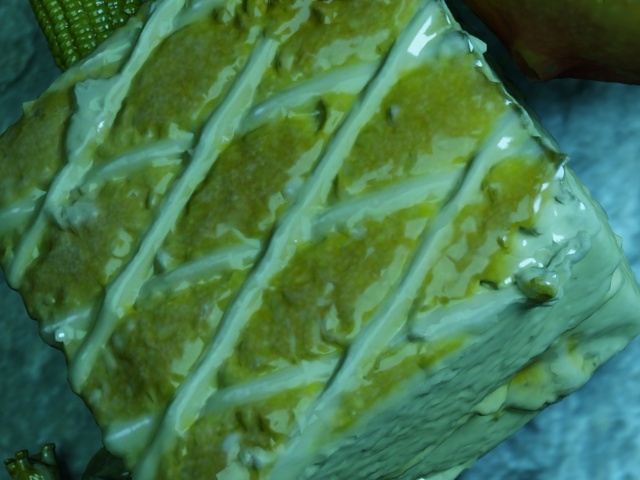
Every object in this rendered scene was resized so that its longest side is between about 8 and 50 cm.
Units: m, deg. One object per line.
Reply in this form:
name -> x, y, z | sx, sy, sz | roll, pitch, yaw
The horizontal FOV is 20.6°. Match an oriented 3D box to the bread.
bread -> 0.000, 0.000, 1.275 | 0.390, 0.279, 0.371 | -41, 66, 15

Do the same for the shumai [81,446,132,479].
shumai -> -0.153, 0.251, 1.389 | 0.161, 0.153, 0.210 | 19, 95, 33

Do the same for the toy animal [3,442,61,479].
toy animal -> -0.234, 0.216, 1.480 | 0.081, 0.060, 0.083 | -36, 70, 43

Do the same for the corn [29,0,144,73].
corn -> -0.198, -0.199, 1.494 | 0.102, 0.102, 0.313 | -32, 71, 18

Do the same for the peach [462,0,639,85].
peach -> 0.221, -0.282, 1.197 | 0.372, 0.290, 0.373 | 2, 78, -8
